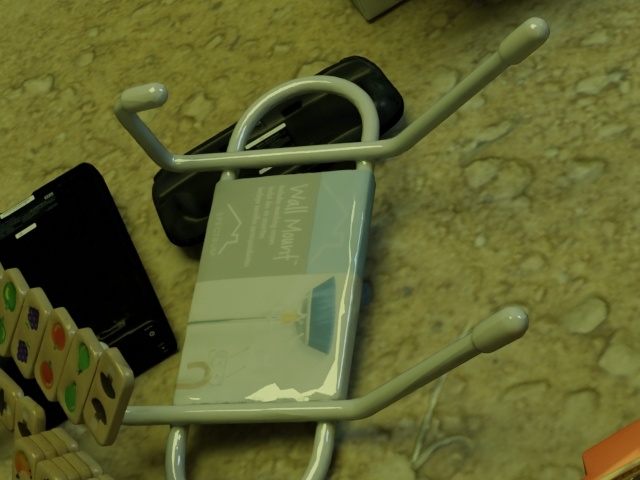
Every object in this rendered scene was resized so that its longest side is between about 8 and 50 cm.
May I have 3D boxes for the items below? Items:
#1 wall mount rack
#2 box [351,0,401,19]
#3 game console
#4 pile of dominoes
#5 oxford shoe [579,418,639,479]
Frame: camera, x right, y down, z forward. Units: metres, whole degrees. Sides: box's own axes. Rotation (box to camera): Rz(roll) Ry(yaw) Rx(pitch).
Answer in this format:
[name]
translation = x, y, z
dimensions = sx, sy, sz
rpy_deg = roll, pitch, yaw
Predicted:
[wall mount rack]
translation = 0.000, 0.000, 0.977
dimensions = 0.304, 0.130, 0.350
rpy_deg = -5, 57, 21
[box]
translation = 0.048, -0.254, 1.262
dimensions = 0.101, 0.102, 0.087
rpy_deg = -31, 41, -1
[game console]
translation = -0.098, -0.017, 1.156
dimensions = 0.361, 0.044, 0.213
rpy_deg = -31, 41, 1
[pile of dominoes]
translation = -0.197, 0.118, 0.970
dimensions = 0.040, 0.196, 0.251
rpy_deg = -9, 26, -36
[oxford shoe]
translation = 0.113, 0.184, 0.772
dimensions = 0.271, 0.097, 0.098
rpy_deg = -34, 45, -3
